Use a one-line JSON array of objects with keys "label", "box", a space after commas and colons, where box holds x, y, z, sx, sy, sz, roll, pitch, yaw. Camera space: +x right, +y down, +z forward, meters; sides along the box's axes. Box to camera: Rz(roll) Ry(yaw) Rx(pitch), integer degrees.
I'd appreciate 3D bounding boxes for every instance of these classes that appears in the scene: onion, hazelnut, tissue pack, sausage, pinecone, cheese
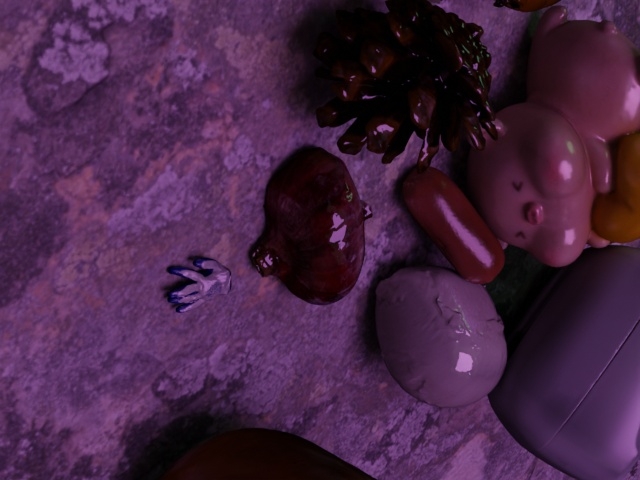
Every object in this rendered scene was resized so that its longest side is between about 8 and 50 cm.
[{"label": "onion", "box": [0.000, 0.000, 1.359, 0.151, 0.098, 0.206, -36, 134, -28]}, {"label": "hazelnut", "box": [-0.043, 0.393, 1.371, 0.372, 0.372, 0.315, 25, 55, -49]}, {"label": "tissue pack", "box": [0.392, 0.164, 1.609, 0.333, 0.236, 0.229, -54, 179, -4]}, {"label": "sausage", "box": [0.181, -0.019, 1.513, 0.077, 0.077, 0.194, -46, 108, -17]}, {"label": "pinecone", "box": [0.091, -0.176, 1.267, 0.201, 0.229, 0.203, -8, 104, 0]}, {"label": "cheese", "box": [0.167, 0.138, 1.556, 0.198, 0.189, 0.154, 12, 137, -47]}]

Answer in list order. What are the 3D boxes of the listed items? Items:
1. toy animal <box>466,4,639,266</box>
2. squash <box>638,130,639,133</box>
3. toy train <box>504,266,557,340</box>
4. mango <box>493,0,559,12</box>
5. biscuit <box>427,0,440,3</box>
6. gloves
[{"label": "toy animal", "box": [0.322, -0.114, 1.510, 0.246, 0.277, 0.345, -11, 124, -26]}, {"label": "squash", "box": [0.531, -0.181, 1.781, 0.123, 0.123, 0.186, -55, 135, -7]}, {"label": "toy train", "box": [0.438, 0.135, 1.843, 0.266, 0.145, 0.202, 21, 99, -48]}, {"label": "mango", "box": [0.292, -0.385, 1.400, 0.248, 0.156, 0.151, -40, 99, -24]}, {"label": "biscuit", "box": [0.120, -0.407, 1.285, 0.150, 0.052, 0.252, -3, 115, -48]}, {"label": "gloves", "box": [-0.143, 0.048, 1.299, 0.086, 0.026, 0.064, -20, 124, -31]}]
